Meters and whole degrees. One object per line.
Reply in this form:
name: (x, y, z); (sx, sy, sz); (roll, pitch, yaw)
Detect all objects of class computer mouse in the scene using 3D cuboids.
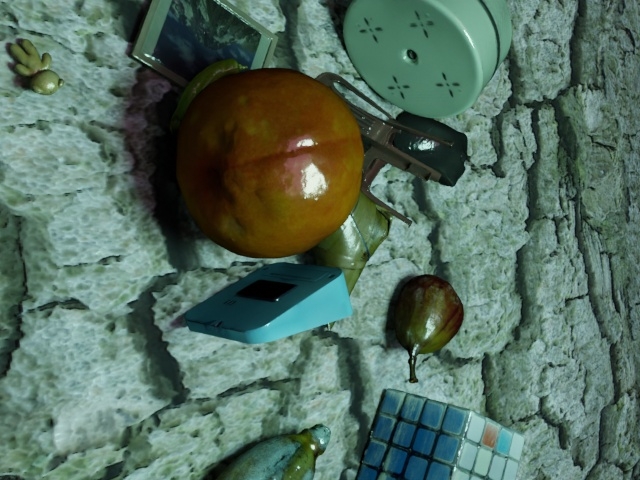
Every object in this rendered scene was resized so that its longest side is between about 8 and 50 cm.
computer mouse: (0.287, -0.222, 1.847); (0.264, 0.088, 0.147); (16, 82, -44)

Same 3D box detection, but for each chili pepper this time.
chili pepper: (-0.217, -0.279, 1.389); (0.208, 0.043, 0.049); (-47, 146, -26)

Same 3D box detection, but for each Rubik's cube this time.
Rubik's cube: (0.274, 0.510, 1.722); (0.253, 0.256, 0.258); (31, 71, -39)

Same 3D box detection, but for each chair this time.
chair: (0.106, -0.204, 1.659); (0.326, 0.183, 0.175); (31, 63, 10)

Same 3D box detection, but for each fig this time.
fig: (0.235, 0.211, 1.748); (0.170, 0.146, 0.274); (52, 43, -29)

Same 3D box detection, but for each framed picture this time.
framed picture: (-0.211, -0.366, 1.429); (0.281, 0.019, 0.208); (25, 74, -40)

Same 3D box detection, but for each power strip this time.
power strip: (0.231, -0.430, 1.622); (0.161, 0.358, 0.357); (-53, 123, -27)

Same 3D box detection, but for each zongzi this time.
zongzi: (0.000, 0.000, 1.563); (0.260, 0.123, 0.289); (42, 67, -29)

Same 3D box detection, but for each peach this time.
peach: (-0.095, -0.131, 1.334); (0.302, 0.343, 0.342); (-21, 106, -64)

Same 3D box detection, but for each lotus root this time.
lotus root: (-0.102, 0.469, 1.466); (0.158, 0.140, 0.322); (52, 48, -1)

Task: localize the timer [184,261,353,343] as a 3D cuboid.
timer: (-0.096, 0.131, 1.399); (0.250, 0.232, 0.091); (-26, 111, -38)

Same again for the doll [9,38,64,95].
doll: (-0.446, -0.273, 1.193); (0.061, 0.051, 0.093); (-34, 112, -30)
